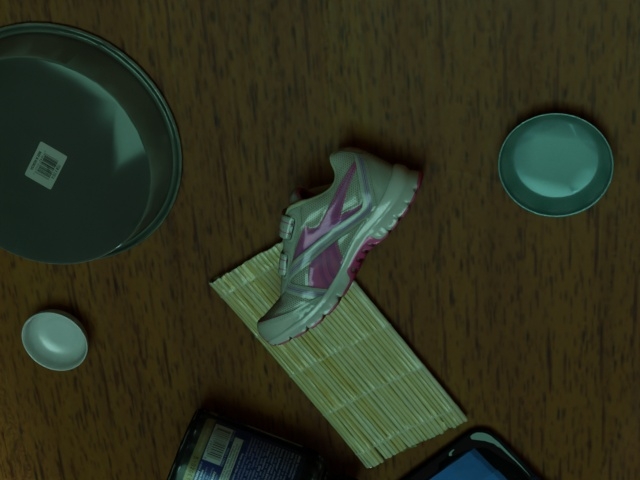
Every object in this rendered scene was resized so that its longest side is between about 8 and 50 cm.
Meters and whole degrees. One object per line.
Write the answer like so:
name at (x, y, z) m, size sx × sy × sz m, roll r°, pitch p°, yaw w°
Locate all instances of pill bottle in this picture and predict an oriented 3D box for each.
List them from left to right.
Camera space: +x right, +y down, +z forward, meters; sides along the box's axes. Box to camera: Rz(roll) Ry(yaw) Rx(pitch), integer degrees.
pill bottle at (-0.069, 0.294, 1.623) m, size 0.219 × 0.123 × 0.123 m, roll 21°, pitch 120°, yaw 1°

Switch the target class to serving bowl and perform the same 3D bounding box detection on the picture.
serving bowl at (-0.318, 0.116, 1.634) m, size 0.083 × 0.027 × 0.083 m, roll 5°, pitch 119°, yaw 9°

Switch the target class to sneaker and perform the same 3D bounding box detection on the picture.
sneaker at (0.000, 0.000, 1.459) m, size 0.111 × 0.103 × 0.252 m, roll 36°, pitch 101°, yaw 0°

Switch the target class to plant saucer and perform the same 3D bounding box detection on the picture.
plant saucer at (0.246, -0.082, 1.410) m, size 0.119 × 0.021 × 0.119 m, roll 5°, pitch 119°, yaw 9°

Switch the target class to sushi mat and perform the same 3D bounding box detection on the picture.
sushi mat at (0.022, 0.131, 1.576) m, size 0.151 × 0.019 × 0.316 m, roll -32°, pitch 107°, yaw 24°

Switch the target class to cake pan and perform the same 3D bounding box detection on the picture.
cake pan at (-0.302, -0.095, 1.501) m, size 0.293 × 0.054 × 0.293 m, roll 5°, pitch 119°, yaw 9°

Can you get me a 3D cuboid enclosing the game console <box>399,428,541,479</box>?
game console at (0.173, 0.418, 1.619) m, size 0.173 × 0.250 × 0.293 m, roll 27°, pitch 124°, yaw -35°
